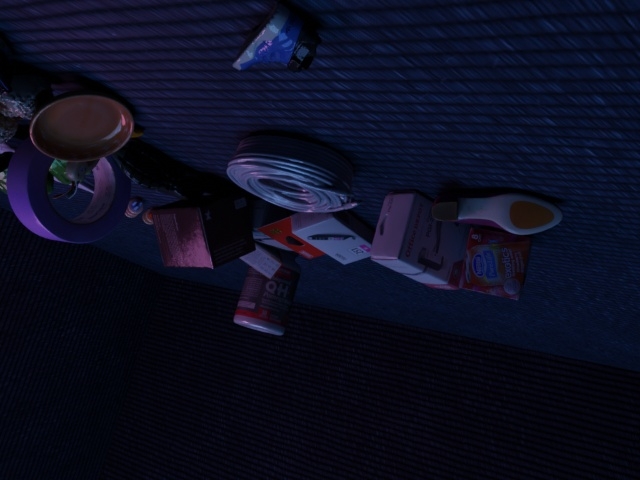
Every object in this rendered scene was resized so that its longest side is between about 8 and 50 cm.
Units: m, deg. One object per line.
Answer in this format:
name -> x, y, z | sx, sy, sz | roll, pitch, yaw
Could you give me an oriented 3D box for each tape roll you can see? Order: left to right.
tape roll -> -0.591, -0.133, 1.444 | 0.090, 0.274, 0.275 | 7, 165, 35

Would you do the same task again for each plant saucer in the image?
plant saucer -> -0.480, -0.235, 1.224 | 0.200, 0.037, 0.200 | -19, 154, -10

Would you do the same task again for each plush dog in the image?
plush dog -> -0.689, -0.256, 1.215 | 0.210, 0.262, 0.225 | 44, 157, -4

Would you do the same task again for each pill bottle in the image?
pill bottle -> -0.166, 0.144, 2.030 | 0.176, 0.318, 0.176 | 14, 168, 3

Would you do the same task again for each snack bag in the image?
snack bag -> -0.859, -0.241, 1.746 | 0.343, 0.037, 0.323 | 18, 169, 23

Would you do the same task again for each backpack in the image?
backpack -> -0.614, -0.326, 1.078 | 0.114, 0.084, 0.105 | 12, 168, -7

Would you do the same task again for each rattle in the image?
rattle -> -0.494, -0.167, 1.353 | 0.143, 0.199, 0.130 | 18, 167, -13

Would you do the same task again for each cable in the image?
cable -> -0.059, -0.135, 1.249 | 0.257, 0.089, 0.257 | 21, 167, -21

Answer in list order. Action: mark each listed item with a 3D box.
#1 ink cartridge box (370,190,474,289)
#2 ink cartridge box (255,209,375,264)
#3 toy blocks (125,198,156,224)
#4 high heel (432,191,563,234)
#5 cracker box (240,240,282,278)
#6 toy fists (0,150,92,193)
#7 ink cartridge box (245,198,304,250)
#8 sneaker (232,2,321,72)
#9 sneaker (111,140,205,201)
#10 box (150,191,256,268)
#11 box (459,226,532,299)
ink cartridge box -> 0.228, 0.003, 1.338 | 0.218, 0.158, 0.092 | 24, 166, -34
ink cartridge box -> 0.000, 0.000, 1.632 | 0.239, 0.060, 0.275 | -20, 151, 26
toy blocks -> -0.607, -0.102, 2.092 | 0.123, 0.054, 0.148 | 21, 165, -23
high heel -> 0.342, -0.059, 1.189 | 0.244, 0.082, 0.117 | -2, -169, 17
cracker box -> -0.229, 0.010, 1.849 | 0.232, 0.067, 0.155 | 37, -173, -14
toy fists -> -0.711, -0.190, 1.559 | 0.279, 0.096, 0.142 | -22, 142, 11
ink cartridge box -> -0.147, -0.042, 1.740 | 0.153, 0.086, 0.208 | 5, 164, 39
sneaker -> -0.056, -0.251, 0.815 | 0.085, 0.058, 0.152 | 30, 156, -23
sneaker -> -0.416, -0.163, 1.513 | 0.106, 0.101, 0.267 | 7, 165, 40
box -> -0.314, -0.028, 1.625 | 0.203, 0.167, 0.168 | 0, -164, 39
box -> 0.379, 0.047, 1.293 | 0.123, 0.128, 0.257 | 12, -177, 19
